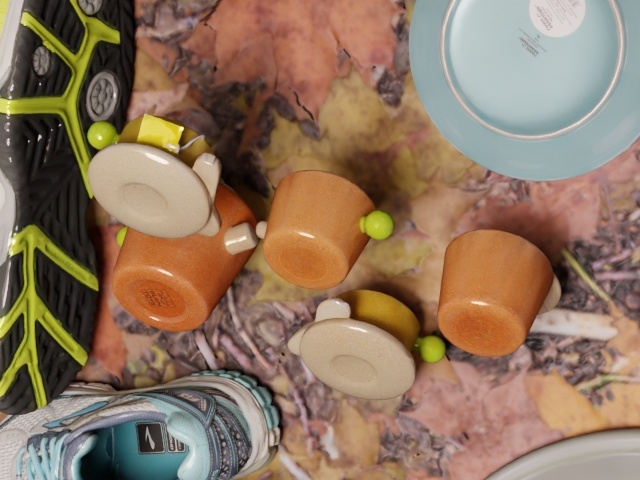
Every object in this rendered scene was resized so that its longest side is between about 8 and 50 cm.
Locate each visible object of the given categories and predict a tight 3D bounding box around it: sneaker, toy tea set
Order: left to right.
[{"bbox_3d":[-0.247,-0.064,1.110,0.147,0.145,0.384,17,100,29],"label":"sneaker"},{"bbox_3d":[-0.178,0.163,1.122,0.283,0.122,0.110,-18,90,26],"label":"sneaker"},{"bbox_3d":[0.000,0.000,1.025,0.336,0.124,0.200,20,142,2],"label":"toy tea set"}]

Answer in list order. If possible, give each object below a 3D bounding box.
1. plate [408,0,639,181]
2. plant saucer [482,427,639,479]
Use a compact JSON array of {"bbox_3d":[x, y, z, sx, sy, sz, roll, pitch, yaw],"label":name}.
[{"bbox_3d":[0.144,-0.132,0.982,0.188,0.024,0.188,4,100,25],"label":"plate"},{"bbox_3d":[0.224,0.330,0.977,0.401,0.100,0.400,4,100,25],"label":"plant saucer"}]
